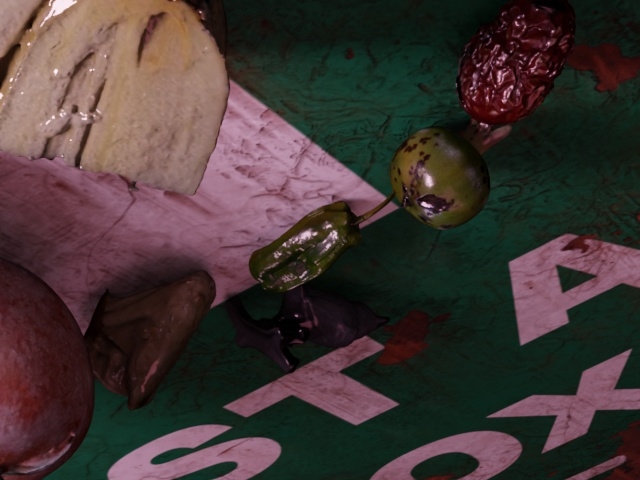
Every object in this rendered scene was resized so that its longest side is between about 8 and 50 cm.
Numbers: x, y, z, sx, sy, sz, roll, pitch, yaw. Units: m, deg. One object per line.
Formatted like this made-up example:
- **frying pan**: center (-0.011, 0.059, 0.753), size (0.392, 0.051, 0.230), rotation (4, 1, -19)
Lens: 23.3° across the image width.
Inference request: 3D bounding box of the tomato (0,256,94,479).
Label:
- **tomato**: center (-0.405, 0.162, 1.703), size (0.317, 0.282, 0.316), rotation (-12, 157, -5)

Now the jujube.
- **jujube**: center (0.210, -0.189, 1.609), size (0.104, 0.104, 0.166), rotation (4, 144, -32)

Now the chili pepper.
- **chili pepper**: center (-0.002, -0.002, 1.855), size (0.204, 0.073, 0.072), rotation (-33, 133, 24)

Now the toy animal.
- **toy animal**: center (-0.008, 0.085, 2.011), size (0.210, 0.121, 0.117), rotation (-13, 110, -41)

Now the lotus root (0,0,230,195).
- **lotus root**: center (-0.203, -0.193, 1.356), size (0.267, 0.149, 0.260), rotation (12, 139, -12)

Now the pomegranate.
- **pomegranate**: center (0.149, -0.085, 1.755), size (0.161, 0.122, 0.122), rotation (-44, 152, -10)

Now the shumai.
- **shumai**: center (-0.218, 0.107, 1.889), size (0.120, 0.201, 0.201), rotation (30, 142, 2)
